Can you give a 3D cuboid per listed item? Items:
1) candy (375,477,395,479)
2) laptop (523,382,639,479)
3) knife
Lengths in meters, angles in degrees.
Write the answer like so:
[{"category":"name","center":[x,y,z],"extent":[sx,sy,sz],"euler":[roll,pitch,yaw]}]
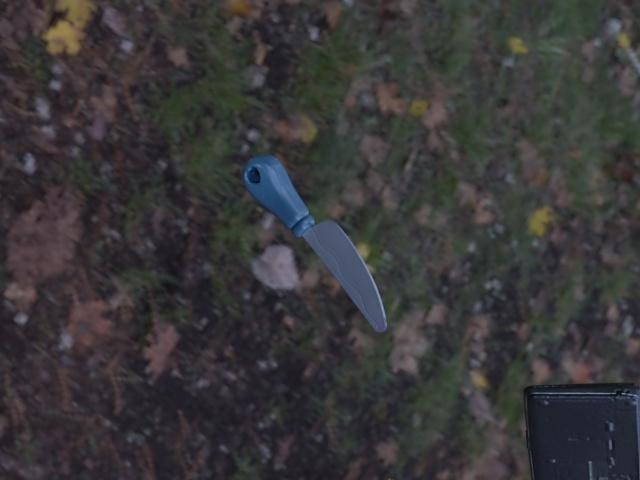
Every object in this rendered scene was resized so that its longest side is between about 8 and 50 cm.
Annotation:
[{"category":"candy","center":[0.104,0.362,1.749],"extent":[0.060,0.201,0.060],"euler":[-16,137,-16]},{"category":"laptop","center":[0.351,0.269,1.978],"extent":[0.026,0.154,0.207],"euler":[-80,164,-48]},{"category":"knife","center":[0.001,-0.002,1.643],"extent":[0.058,0.244,0.032],"euler":[-50,165,32]}]
